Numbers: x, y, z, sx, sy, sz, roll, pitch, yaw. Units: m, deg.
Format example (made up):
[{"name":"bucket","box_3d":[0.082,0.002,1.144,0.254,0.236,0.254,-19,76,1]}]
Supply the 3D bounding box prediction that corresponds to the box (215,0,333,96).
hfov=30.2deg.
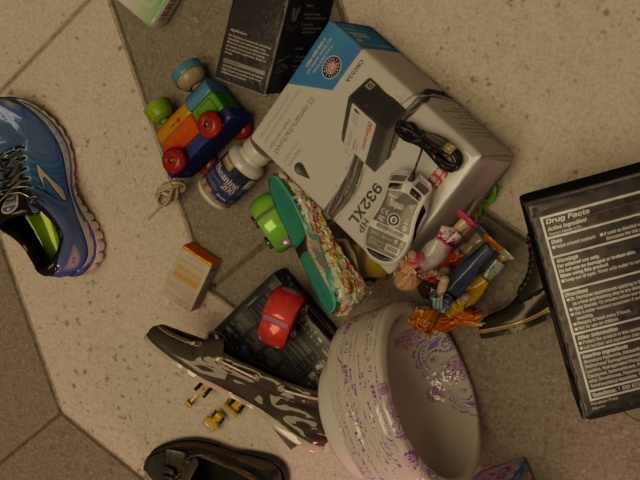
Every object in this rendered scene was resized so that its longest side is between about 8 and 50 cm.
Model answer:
[{"name":"box","box_3d":[-0.066,-0.305,1.752,0.093,0.156,0.158,22,108,20]}]

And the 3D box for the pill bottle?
[{"name":"pill bottle","box_3d":[-0.132,-0.109,1.868,0.120,0.067,0.067,-42,83,24]}]

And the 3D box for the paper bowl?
[{"name":"paper bowl","box_3d":[0.104,0.241,1.717,0.148,0.284,0.284,-22,91,28]}]

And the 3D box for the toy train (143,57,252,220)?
[{"name":"toy train","box_3d":[-0.236,-0.164,1.889,0.248,0.105,0.143,-42,73,24]}]

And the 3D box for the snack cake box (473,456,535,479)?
[{"name":"snack cake box","box_3d":[0.256,0.434,1.700,0.089,0.264,0.152,-25,90,25]}]

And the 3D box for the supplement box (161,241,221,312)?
[{"name":"supplement box","box_3d":[-0.213,0.060,1.952,0.062,0.036,0.098,33,111,14]}]

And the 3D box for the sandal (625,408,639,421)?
[{"name":"sandal","box_3d":[0.436,0.180,1.697,0.067,0.040,0.179,-18,93,25]}]

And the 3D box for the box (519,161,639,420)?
[{"name":"box","box_3d":[0.444,0.043,1.558,0.296,0.183,0.294,-15,95,8]}]

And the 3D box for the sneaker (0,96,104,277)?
[{"name":"sneaker","box_3d":[-0.481,-0.089,1.978,0.130,0.147,0.330,-27,89,25]}]

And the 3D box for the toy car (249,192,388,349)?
[{"name":"toy car","box_3d":[-0.041,0.019,1.825,0.239,0.053,0.225,-34,76,-1]}]

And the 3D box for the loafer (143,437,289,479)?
[{"name":"loafer","box_3d":[-0.187,0.389,1.980,0.267,0.084,0.096,0,101,23]}]

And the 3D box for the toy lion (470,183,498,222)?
[{"name":"toy lion","box_3d":[0.215,-0.066,1.750,0.100,0.034,0.096,-8,104,24]}]

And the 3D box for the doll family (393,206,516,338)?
[{"name":"doll family","box_3d":[0.191,0.061,1.655,0.118,0.263,0.163,45,97,17]}]

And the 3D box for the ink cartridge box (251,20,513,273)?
[{"name":"ink cartridge box","box_3d":[0.086,-0.134,1.711,0.307,0.129,0.223,45,113,20]}]

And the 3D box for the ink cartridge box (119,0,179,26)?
[{"name":"ink cartridge box","box_3d":[-0.292,-0.476,1.873,0.225,0.056,0.181,39,112,10]}]

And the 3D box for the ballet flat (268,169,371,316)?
[{"name":"ballet flat","box_3d":[0.000,0.000,1.765,0.241,0.077,0.091,66,152,10]}]

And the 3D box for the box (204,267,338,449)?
[{"name":"box","box_3d":[-0.052,0.189,1.896,0.183,0.059,0.232,-44,82,22]}]

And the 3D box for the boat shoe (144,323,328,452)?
[{"name":"boat shoe","box_3d":[-0.113,0.204,1.841,0.335,0.112,0.095,31,93,9]}]

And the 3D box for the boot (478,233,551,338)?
[{"name":"boot","box_3d":[0.303,0.052,1.719,0.198,0.077,0.137,-24,86,12]}]

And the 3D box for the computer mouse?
[{"name":"computer mouse","box_3d":[0.115,-0.058,1.602,0.106,0.042,0.193,27,101,19]}]

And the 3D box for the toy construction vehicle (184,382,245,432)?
[{"name":"toy construction vehicle","box_3d":[-0.172,0.267,1.982,0.086,0.035,0.098,41,116,-1]}]
